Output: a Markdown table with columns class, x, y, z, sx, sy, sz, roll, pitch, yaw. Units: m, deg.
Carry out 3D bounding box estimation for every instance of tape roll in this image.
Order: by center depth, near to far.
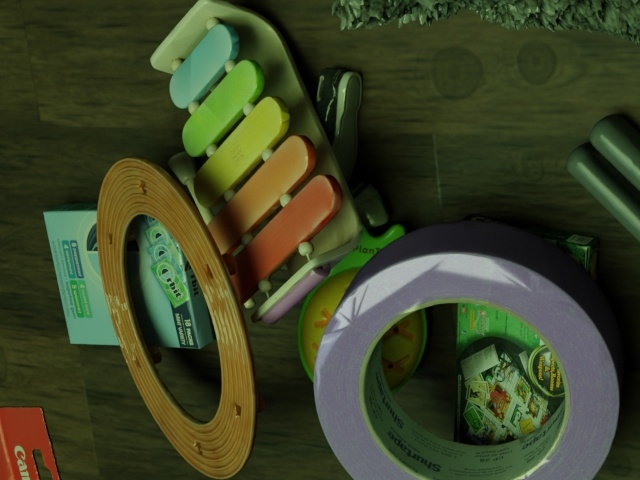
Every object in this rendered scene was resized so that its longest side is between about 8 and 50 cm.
| class | x | y | z | sx | sy | sz | roll | pitch | yaw |
| --- | --- | --- | --- | --- | --- | --- | --- | --- | --- |
| tape roll | 0.136 | 0.124 | 1.547 | 0.275 | 0.090 | 0.274 | 4 | 111 | 11 |

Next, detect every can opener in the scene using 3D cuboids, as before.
| class | x | y | z | sx | sy | sz | roll | pitch | yaw |
| --- | --- | --- | --- | --- | --- | --- | --- | --- | --- |
| can opener | 0.321 | 0.009 | 1.456 | 0.280 | 0.093 | 0.074 | 50 | 128 | 15 |

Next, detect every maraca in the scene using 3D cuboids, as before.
| class | x | y | z | sx | sy | sz | roll | pitch | yaw |
| --- | --- | --- | --- | --- | --- | --- | --- | --- | --- |
| maraca | 0.043 | 0.070 | 1.655 | 0.127 | 0.099 | 0.185 | 7 | 105 | -4 |

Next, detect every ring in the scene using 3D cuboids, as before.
| class | x | y | z | sx | sy | sz | roll | pitch | yaw |
| --- | --- | --- | --- | --- | --- | --- | --- | --- | --- |
| ring | -0.140 | 0.075 | 1.700 | 0.336 | 0.032 | 0.336 | 40 | 140 | 45 |

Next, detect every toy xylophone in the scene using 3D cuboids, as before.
| class | x | y | z | sx | sy | sz | roll | pitch | yaw |
| --- | --- | --- | --- | --- | --- | --- | --- | --- | --- |
| toy xylophone | -0.074 | -0.062 | 1.650 | 0.236 | 0.081 | 0.322 | -52 | 55 | 38 |

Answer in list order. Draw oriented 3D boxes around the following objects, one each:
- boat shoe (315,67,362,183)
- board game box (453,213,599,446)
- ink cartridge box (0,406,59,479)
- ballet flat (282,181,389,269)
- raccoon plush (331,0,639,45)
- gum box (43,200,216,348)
| class | x | y | z | sx | sy | sz | roll | pitch | yaw |
| --- | --- | --- | --- | --- | --- | --- | --- | --- | --- |
| boat shoe | 0.011 | -0.106 | 1.646 | 0.038 | 0.046 | 0.125 | 17 | 112 | 29 |
| board game box | 0.193 | 0.110 | 1.614 | 0.136 | 0.030 | 0.259 | 14 | 114 | 32 |
| ink cartridge box | -0.417 | 0.294 | 2.081 | 0.225 | 0.056 | 0.181 | -3 | 105 | 37 |
| ballet flat | 0.000 | 0.000 | 1.688 | 0.168 | 0.057 | 0.052 | -32 | 100 | 38 |
| raccoon plush | 0.222 | -0.233 | 1.296 | 0.446 | 0.299 | 0.216 | 14 | 114 | 29 |
| gum box | -0.207 | 0.037 | 1.849 | 0.184 | 0.041 | 0.157 | 0 | 107 | 33 |
